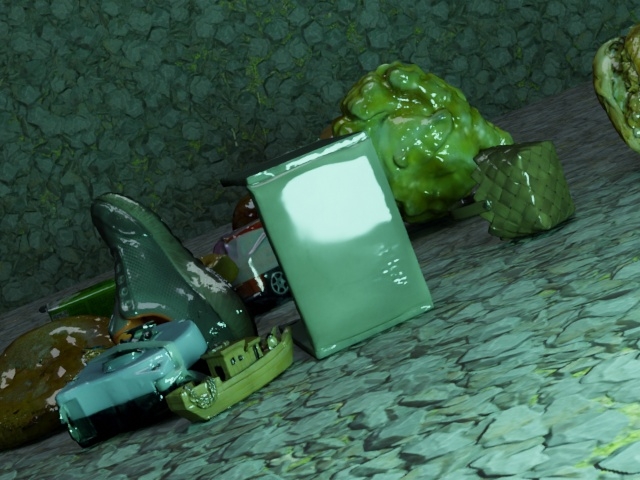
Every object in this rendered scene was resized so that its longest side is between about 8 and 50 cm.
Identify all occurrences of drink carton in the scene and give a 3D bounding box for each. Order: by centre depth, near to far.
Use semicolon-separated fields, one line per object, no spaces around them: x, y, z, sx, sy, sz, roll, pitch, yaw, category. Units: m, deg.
-0.413;0.131;2.342;0.271;0.108;0.161;-24;7;-12;drink carton

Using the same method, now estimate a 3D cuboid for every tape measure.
-0.229;0.174;1.521;0.182;0.107;0.181;-23;13;12;tape measure

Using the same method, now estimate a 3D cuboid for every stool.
0.000;0.000;1.568;0.170;0.244;0.269;-22;8;-11;stool

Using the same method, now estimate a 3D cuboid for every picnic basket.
0.265;-0.070;1.717;0.128;0.138;0.178;-25;9;-39;picnic basket

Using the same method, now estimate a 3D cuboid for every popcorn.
0.172;-0.165;2.122;0.279;0.335;0.274;-46;23;-8;popcorn

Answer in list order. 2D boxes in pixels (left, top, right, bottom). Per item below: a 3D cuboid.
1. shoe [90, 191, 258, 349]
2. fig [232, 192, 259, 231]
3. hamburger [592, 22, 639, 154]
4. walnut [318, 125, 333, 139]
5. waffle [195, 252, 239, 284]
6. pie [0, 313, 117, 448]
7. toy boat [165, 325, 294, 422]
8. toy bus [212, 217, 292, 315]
-0.256;0.078;1.724;0.171;0.336;0.132;-41;-24;-19;shoe
-0.037;-0.024;2.271;0.274;0.170;0.145;-5;24;1;fig
0.558;-0.252;1.795;0.245;0.261;0.211;10;-29;-32;hamburger
0.103;-0.165;2.589;0.257;0.225;0.257;11;28;-6;walnut
-0.250;0.117;1.904;0.221;0.055;0.248;-47;15;-19;waffle
-0.394;0.201;1.732;0.273;0.069;0.273;-20;33;13;pie
-0.106;0.154;1.429;0.064;0.072;0.206;-13;12;41;toy boat
-0.049;0.015;2.024;0.302;0.147;0.127;-25;2;-33;toy bus
